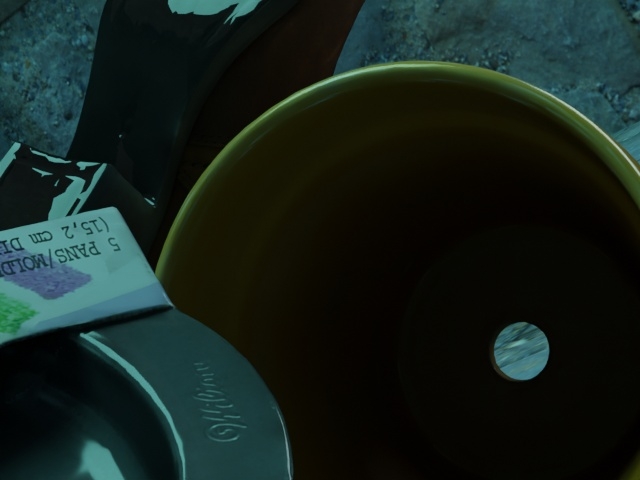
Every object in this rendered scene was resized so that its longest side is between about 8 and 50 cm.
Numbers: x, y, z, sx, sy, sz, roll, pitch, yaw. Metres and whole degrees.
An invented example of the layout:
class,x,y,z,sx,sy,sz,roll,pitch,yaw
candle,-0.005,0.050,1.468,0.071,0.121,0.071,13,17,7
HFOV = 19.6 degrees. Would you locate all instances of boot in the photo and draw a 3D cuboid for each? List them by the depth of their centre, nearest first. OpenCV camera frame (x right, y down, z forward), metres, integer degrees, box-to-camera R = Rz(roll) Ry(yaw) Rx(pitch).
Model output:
class,x,y,z,sx,sy,sz,roll,pitch,yaw
boot,0.000,0.000,0.828,0.096,0.280,0.264,13,65,40

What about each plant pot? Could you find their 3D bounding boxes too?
class,x,y,z,sx,sy,sz,roll,pitch,yaw
plant pot,0.061,0.045,0.740,0.205,0.205,0.188,-28,-13,15

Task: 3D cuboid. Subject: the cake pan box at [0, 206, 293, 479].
class,x,y,z,sx,sy,sz,roll,pitch,yaw
cake pan box,-0.139,0.099,0.556,0.266,0.070,0.246,-12,37,-17
